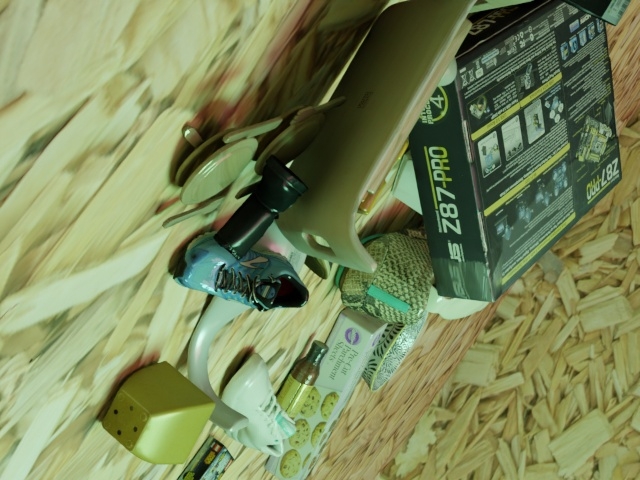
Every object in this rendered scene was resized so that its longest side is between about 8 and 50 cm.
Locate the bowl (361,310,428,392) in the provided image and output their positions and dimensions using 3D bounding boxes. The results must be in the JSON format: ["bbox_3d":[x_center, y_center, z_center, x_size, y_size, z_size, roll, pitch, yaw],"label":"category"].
[{"bbox_3d":[0.100,0.159,2.060,0.170,0.080,0.170,-50,162,-23],"label":"bowl"}]

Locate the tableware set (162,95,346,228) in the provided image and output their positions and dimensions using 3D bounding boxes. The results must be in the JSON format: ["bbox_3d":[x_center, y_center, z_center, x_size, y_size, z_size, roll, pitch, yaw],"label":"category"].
[{"bbox_3d":[-0.069,-0.087,1.157,0.194,0.039,0.128,-26,161,-52],"label":"tableware set"}]

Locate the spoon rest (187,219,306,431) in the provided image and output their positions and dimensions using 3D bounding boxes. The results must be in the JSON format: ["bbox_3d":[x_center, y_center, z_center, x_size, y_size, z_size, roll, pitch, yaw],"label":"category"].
[{"bbox_3d":[-0.083,0.068,1.378,0.137,0.084,0.276,6,102,-74],"label":"spoon rest"}]

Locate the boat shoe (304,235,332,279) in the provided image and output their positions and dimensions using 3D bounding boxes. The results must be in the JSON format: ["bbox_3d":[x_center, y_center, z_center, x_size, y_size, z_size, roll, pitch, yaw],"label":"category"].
[{"bbox_3d":[0.000,0.000,1.500,0.049,0.056,0.152,-48,162,-15],"label":"boat shoe"}]

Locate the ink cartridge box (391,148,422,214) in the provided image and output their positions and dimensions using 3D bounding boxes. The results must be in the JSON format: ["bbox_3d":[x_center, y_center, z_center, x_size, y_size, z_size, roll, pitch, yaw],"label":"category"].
[{"bbox_3d":[0.218,-0.104,1.785,0.203,0.148,0.086,-43,160,-40],"label":"ink cartridge box"}]

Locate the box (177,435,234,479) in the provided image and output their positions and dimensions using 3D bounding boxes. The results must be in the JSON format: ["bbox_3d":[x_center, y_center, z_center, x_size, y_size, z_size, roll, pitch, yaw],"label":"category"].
[{"bbox_3d":[-0.171,0.333,1.677,0.137,0.027,0.094,-54,165,-14],"label":"box"}]

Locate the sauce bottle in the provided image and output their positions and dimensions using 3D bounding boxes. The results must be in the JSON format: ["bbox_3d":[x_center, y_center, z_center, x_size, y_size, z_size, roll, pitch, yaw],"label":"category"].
[{"bbox_3d":[-0.027,0.206,1.837,0.128,0.042,0.042,-59,164,12],"label":"sauce bottle"}]

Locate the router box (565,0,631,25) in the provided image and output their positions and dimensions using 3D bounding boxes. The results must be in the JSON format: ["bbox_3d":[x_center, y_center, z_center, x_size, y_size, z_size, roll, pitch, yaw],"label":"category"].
[{"bbox_3d":[0.141,-0.280,1.045,0.081,0.243,0.309,-62,164,15],"label":"router box"}]

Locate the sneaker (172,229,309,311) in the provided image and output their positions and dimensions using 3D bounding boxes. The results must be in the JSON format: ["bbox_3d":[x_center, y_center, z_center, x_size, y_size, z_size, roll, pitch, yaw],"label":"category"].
[{"bbox_3d":[-0.073,0.036,1.251,0.162,0.073,0.063,9,109,-43],"label":"sneaker"}]

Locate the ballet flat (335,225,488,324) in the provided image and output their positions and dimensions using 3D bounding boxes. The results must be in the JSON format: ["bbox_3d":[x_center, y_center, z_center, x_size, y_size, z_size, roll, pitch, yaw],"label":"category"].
[{"bbox_3d":[0.189,0.043,1.919,0.483,0.182,0.164,-25,143,-63],"label":"ballet flat"}]

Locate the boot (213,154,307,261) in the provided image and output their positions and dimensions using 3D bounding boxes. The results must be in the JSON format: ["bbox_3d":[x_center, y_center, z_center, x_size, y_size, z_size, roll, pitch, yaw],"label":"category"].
[{"bbox_3d":[-0.060,-0.029,1.181,0.099,0.045,0.121,-45,175,1],"label":"boot"}]

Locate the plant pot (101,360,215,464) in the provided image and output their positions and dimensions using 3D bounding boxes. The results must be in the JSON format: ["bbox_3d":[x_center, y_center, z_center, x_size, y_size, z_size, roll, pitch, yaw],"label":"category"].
[{"bbox_3d":[-0.175,0.181,1.287,0.083,0.081,0.081,3,119,-61],"label":"plant pot"}]

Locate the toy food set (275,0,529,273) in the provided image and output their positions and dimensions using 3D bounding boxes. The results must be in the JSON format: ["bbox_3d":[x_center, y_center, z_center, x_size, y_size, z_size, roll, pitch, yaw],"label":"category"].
[{"bbox_3d":[0.080,-0.115,1.234,0.306,0.092,0.220,-61,-160,-5],"label":"toy food set"}]

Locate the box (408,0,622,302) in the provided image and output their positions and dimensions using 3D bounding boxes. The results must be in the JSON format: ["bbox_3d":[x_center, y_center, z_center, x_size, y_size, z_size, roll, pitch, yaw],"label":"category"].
[{"bbox_3d":[0.262,-0.148,1.625,0.395,0.097,0.318,-37,121,-44],"label":"box"}]

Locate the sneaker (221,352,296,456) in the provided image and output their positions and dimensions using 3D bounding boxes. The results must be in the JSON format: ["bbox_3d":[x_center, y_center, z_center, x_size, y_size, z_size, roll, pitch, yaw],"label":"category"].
[{"bbox_3d":[-0.072,0.222,1.638,0.080,0.094,0.212,-49,162,-24],"label":"sneaker"}]

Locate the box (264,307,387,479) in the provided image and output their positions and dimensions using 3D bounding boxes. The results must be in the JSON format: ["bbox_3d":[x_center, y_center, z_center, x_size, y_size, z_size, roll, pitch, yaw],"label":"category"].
[{"bbox_3d":[0.006,0.250,1.981,0.063,0.067,0.324,-28,148,-60],"label":"box"}]
